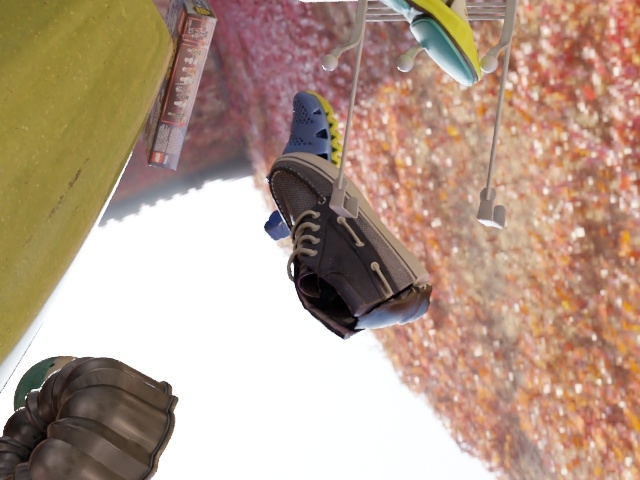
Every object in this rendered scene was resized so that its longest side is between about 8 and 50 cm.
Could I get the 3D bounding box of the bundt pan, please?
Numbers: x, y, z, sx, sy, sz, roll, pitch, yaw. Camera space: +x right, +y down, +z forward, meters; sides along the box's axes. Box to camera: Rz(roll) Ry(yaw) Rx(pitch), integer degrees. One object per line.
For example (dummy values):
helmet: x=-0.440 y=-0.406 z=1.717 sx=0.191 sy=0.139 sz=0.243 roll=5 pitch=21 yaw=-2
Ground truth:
bundt pan: x=-0.337 y=0.281 z=1.362 sx=0.331 sy=0.124 sz=0.331 roll=-38 pitch=-157 yaw=20

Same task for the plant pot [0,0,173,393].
plant pot: x=-0.225 y=-0.044 z=0.574 sx=0.293 sy=0.275 sz=0.275 roll=-49 pitch=-137 yaw=-14

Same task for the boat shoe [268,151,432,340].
boat shoe: x=0.000 y=0.000 z=1.538 sx=0.158 sy=0.127 sz=0.340 roll=-18 pitch=-128 yaw=-42

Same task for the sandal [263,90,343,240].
sandal: x=-0.036 y=-0.116 z=1.952 sx=0.138 sy=0.317 sz=0.126 roll=-3 pitch=-174 yaw=-18

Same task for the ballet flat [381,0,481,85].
ballet flat: x=0.122 y=-0.281 z=1.237 sx=0.077 sy=0.231 sz=0.077 roll=-53 pitch=-161 yaw=-8

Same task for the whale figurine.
whale figurine: x=-0.497 y=0.348 z=2.019 sx=0.141 sy=0.272 sz=0.216 roll=-1 pitch=-150 yaw=12

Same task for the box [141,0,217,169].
box: x=-0.123 y=-0.141 z=0.901 sx=0.027 sy=0.137 sz=0.094 roll=10 pitch=-154 yaw=-20

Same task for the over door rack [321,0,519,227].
over door rack: x=0.125 y=-0.180 z=1.366 sx=0.239 sy=0.324 sz=0.108 roll=6 pitch=-174 yaw=29
